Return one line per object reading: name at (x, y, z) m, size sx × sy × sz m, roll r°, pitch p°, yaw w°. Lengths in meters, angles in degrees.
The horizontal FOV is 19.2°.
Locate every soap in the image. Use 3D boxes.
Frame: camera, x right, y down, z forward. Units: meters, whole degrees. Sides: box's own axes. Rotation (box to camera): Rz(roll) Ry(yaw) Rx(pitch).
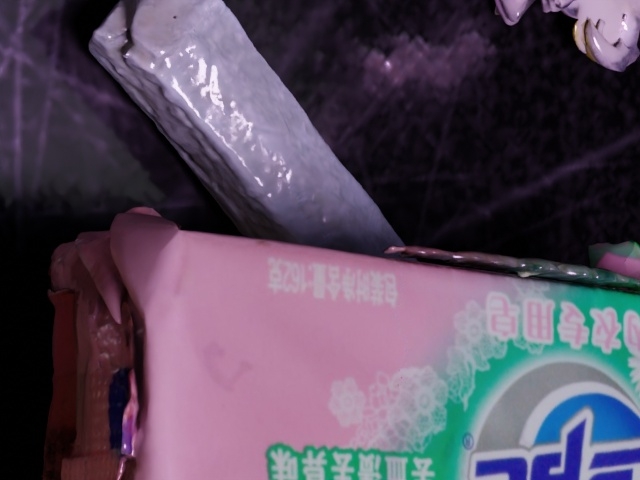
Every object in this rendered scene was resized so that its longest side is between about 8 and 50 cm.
soap at (0.028, 0.093, 0.643) m, size 0.273 × 0.098 × 0.217 m, roll 9°, pitch 81°, yaw -38°

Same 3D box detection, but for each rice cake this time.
rice cake at (0.000, 0.000, 0.711) m, size 0.045 × 0.042 × 0.245 m, roll -52°, pitch 120°, yaw -26°

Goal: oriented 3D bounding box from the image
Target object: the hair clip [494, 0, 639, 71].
hair clip at (0.140, -0.140, 0.791) m, size 0.172 × 0.049 × 0.116 m, roll -32°, pitch 117°, yaw -31°
